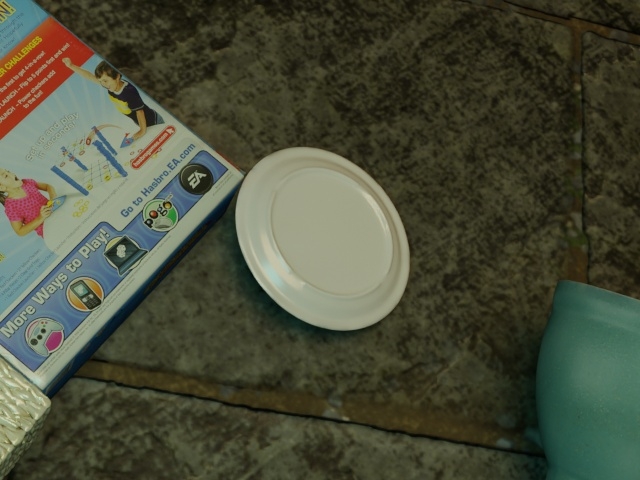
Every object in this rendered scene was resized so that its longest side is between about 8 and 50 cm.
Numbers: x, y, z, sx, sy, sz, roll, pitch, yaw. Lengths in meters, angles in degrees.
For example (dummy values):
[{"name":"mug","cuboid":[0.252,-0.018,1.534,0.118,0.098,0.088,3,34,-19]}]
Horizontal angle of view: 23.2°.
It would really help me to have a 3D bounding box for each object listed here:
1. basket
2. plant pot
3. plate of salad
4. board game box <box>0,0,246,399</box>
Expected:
[{"name":"basket","cuboid":[-0.326,0.144,1.341,0.167,0.113,0.103,40,55,4]},{"name":"plant pot","cuboid":[0.325,0.183,1.471,0.293,0.293,0.196,23,86,-7]},{"name":"plate of salad","cuboid":[0.000,0.000,1.561,0.199,0.048,0.200,14,60,-26]},{"name":"board game box","cuboid":[-0.283,-0.043,1.463,0.302,0.086,0.308,40,59,3]}]
